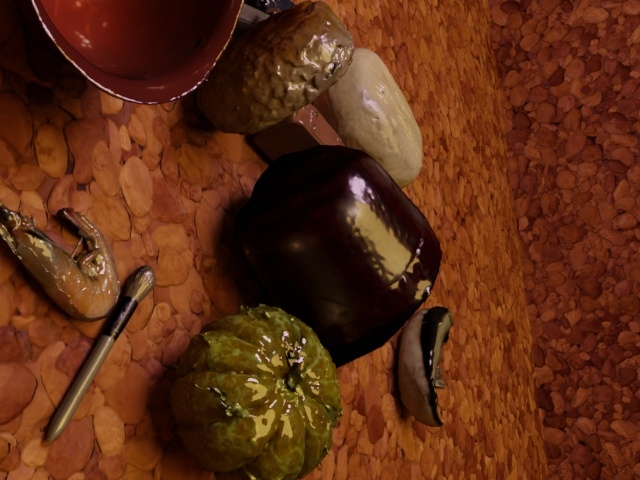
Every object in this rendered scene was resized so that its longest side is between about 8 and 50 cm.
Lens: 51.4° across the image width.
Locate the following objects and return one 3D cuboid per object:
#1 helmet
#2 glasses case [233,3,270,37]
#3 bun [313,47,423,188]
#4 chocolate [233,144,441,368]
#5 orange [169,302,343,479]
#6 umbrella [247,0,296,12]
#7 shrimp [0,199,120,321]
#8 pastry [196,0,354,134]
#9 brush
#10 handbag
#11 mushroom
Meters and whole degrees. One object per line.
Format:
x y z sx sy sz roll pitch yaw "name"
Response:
-0.303 -0.373 0.930 0.337 0.230 0.385 7 88 -49 "helmet"
-0.168 -0.440 1.326 0.205 0.070 0.047 -3 88 -60 "glasses case"
0.105 -0.272 1.603 0.361 0.213 0.361 50 26 -35 "bun"
0.000 0.000 1.259 0.331 0.383 0.384 45 44 -23 "chocolate"
-0.107 0.247 1.085 0.300 0.223 0.301 47 45 -22 "orange"
-0.089 -0.517 1.500 0.248 0.070 0.071 -27 105 -65 "umbrella"
-0.360 0.008 0.912 0.144 0.052 0.251 -84 155 -43 "shrimp"
-0.081 -0.318 1.209 0.136 0.329 0.330 54 39 -27 "pastry"
-0.312 0.150 0.956 0.039 0.042 0.299 41 47 -22 "brush"
-0.046 -0.202 1.385 0.193 0.151 0.072 39 47 -45 "handbag"
0.286 0.335 1.822 0.247 0.129 0.344 66 32 -53 "mushroom"
